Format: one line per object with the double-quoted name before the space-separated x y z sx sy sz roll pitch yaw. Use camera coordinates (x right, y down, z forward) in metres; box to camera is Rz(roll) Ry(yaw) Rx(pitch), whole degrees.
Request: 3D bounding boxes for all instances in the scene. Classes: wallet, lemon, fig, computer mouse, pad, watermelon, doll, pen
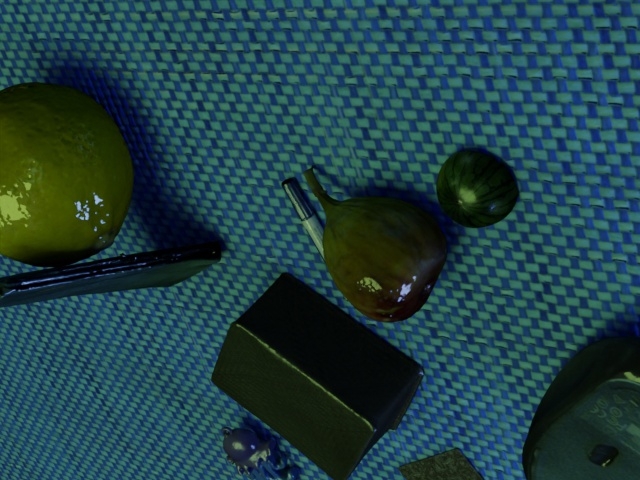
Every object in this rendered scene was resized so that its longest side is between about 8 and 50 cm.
"wallet" -0.347 0.056 1.893 0.191 0.379 0.046 -20 80 52
"lemon" -0.415 -0.098 1.871 0.293 0.293 0.293 23 137 24
"fig" 0.056 -0.013 1.663 0.257 0.159 0.159 50 146 28
"computer mouse" 0.385 0.240 1.599 0.203 0.114 0.374 35 141 8
"pad" 0.240 0.431 1.980 0.235 0.003 0.158 50 141 -7
"watermelon" 0.187 -0.056 1.548 0.105 0.062 0.105 19 134 21
"doll" -0.102 0.393 2.201 0.110 0.067 0.206 -27 116 35
"pen" 0.000 0.000 1.790 0.025 0.025 0.204 -12 115 46

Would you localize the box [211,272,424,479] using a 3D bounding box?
"box" -0.008 0.209 1.891 0.273 0.143 0.184 36 140 13
